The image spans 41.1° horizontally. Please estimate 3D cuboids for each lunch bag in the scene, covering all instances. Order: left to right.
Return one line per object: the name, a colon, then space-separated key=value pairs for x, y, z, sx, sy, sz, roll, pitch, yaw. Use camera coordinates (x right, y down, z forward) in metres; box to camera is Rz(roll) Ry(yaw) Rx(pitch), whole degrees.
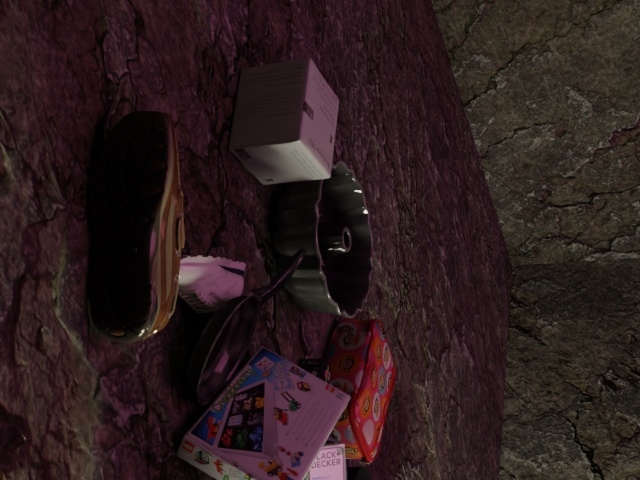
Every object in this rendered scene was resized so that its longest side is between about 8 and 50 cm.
lunch bag: x=0.088 y=0.351 z=1.953 sx=0.293 sy=0.120 sz=0.258 roll=-71 pitch=152 yaw=-42

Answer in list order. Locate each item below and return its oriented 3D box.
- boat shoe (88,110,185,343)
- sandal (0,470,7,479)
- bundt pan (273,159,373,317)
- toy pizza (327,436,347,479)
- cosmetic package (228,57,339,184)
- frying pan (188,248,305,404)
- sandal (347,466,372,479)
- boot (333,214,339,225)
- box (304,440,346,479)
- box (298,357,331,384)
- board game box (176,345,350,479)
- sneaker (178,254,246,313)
boat shoe: x=-0.252 y=-0.018 z=1.212 sx=0.120 sy=0.123 sz=0.323 roll=21 pitch=75 yaw=-71
sandal: x=-0.386 y=0.307 z=0.903 sx=0.180 sy=0.049 sz=0.072 roll=-73 pitch=159 yaw=-71
bundt pan: x=0.000 y=0.000 z=1.787 sx=0.331 sy=0.124 sz=0.330 roll=-4 pitch=90 yaw=-68
toy pizza: x=-0.001 y=0.513 z=1.792 sx=0.201 sy=0.032 sz=0.201 roll=4 pitch=85 yaw=-61
cosmetic package: x=-0.067 y=-0.223 z=1.631 sx=0.151 sy=0.152 sz=0.183 roll=45 pitch=46 yaw=-56
frying pan: x=-0.128 y=0.118 z=1.408 sx=0.326 sy=0.053 sz=0.197 roll=-63 pitch=167 yaw=-15
sandal: x=0.080 y=0.711 z=1.861 sx=0.167 sy=0.107 sz=0.445 roll=56 pitch=36 yaw=-50
boot: x=0.039 y=-0.019 z=1.985 sx=0.106 sy=0.082 sz=0.219 roll=0 pitch=90 yaw=-46
box: x=-0.029 y=0.506 z=1.540 sx=0.087 sy=0.169 sz=0.289 roll=2 pitch=82 yaw=-32
box: x=-0.016 y=0.296 z=1.785 sx=0.062 sy=0.052 sz=0.083 roll=55 pitch=38 yaw=-51
board game box: x=-0.085 y=0.309 z=1.443 sx=0.053 sy=0.193 sz=0.305 roll=-66 pitch=170 yaw=28
sneaker: x=-0.189 y=0.071 z=1.377 sx=0.235 sy=0.090 sz=0.094 roll=18 pitch=79 yaw=-64
